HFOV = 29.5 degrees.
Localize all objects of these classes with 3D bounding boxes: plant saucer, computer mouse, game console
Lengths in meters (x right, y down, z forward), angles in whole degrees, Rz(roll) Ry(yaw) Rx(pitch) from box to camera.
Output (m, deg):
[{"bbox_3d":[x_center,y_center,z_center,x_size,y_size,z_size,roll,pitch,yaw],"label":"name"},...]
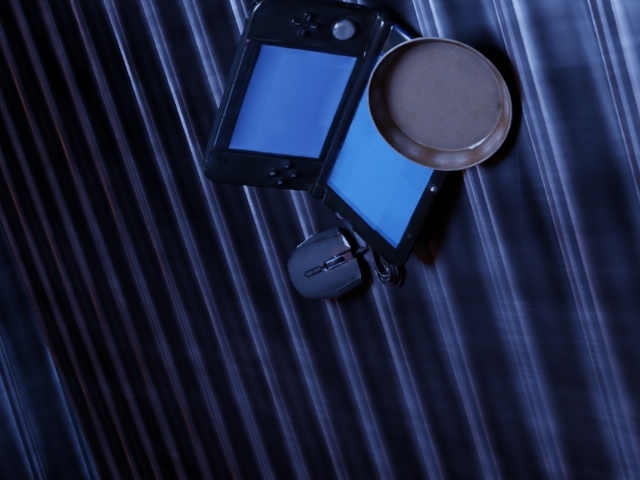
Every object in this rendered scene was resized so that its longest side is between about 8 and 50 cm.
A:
[{"bbox_3d":[0.137,-0.158,1.379,0.168,0.029,0.168,11,126,16],"label":"plant saucer"},{"bbox_3d":[0.000,0.000,1.728,0.262,0.060,0.184,-16,98,58],"label":"computer mouse"},{"bbox_3d":[0.015,-0.127,1.487,0.173,0.250,0.293,-107,29,-44],"label":"game console"}]
